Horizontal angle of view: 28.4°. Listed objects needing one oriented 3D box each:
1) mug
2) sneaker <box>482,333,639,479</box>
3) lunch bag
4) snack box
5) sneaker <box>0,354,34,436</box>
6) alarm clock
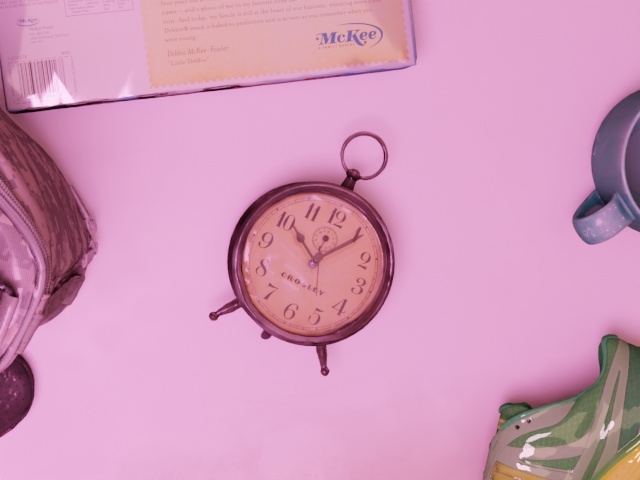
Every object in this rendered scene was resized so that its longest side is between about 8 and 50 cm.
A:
[{"bbox_3d":[0.277,-0.065,1.044,0.157,0.097,0.129,-2,95,-9],"label":"mug"},{"bbox_3d":[0.178,0.199,1.054,0.295,0.109,0.123,-45,77,-3],"label":"sneaker"},{"bbox_3d":[-0.287,-0.013,0.850,0.256,0.305,0.212,29,91,-7],"label":"lunch bag"},{"bbox_3d":[-0.094,-0.210,0.988,0.322,0.060,0.187,-7,95,-9],"label":"snack box"},{"bbox_3d":[-0.338,0.131,0.902,0.281,0.162,0.106,-3,95,-21],"label":"sneaker"},{"bbox_3d":[0.000,0.000,1.016,0.129,0.064,0.192,28,91,-10],"label":"alarm clock"}]
